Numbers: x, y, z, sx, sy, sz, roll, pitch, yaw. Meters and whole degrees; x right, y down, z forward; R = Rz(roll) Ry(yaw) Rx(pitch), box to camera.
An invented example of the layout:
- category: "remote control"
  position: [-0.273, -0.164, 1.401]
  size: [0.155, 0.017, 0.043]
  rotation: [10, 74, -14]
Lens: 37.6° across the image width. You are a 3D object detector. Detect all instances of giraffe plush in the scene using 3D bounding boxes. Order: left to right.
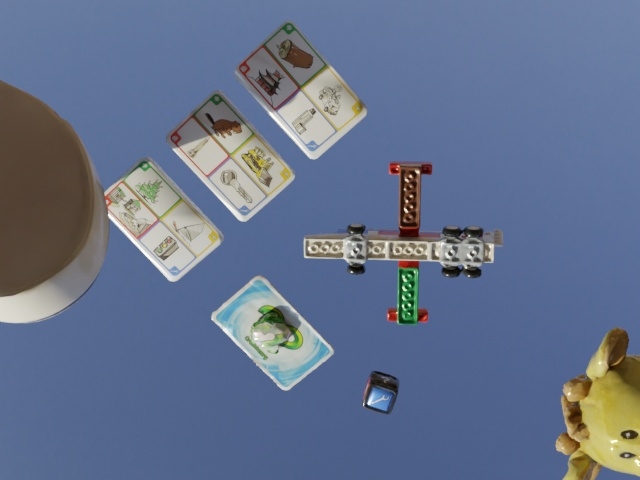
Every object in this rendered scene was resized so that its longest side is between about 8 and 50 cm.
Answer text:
- category: "giraffe plush"
  position: [0.260, 0.115, 0.675]
  size: [0.171, 0.210, 0.181]
  rotation: [-9, -90, -32]

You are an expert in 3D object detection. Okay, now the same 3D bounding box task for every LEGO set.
- category: "LEGO set"
  position: [0.000, 0.000, 0.636]
  size: [0.244, 0.182, 0.060]
  rotation: [46, -162, -9]

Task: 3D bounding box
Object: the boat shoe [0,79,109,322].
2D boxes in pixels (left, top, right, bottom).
- category: "boat shoe"
  position: [-0.226, -0.023, 0.660]
  size: [0.127, 0.158, 0.340]
  rotation: [-32, -132, -16]
